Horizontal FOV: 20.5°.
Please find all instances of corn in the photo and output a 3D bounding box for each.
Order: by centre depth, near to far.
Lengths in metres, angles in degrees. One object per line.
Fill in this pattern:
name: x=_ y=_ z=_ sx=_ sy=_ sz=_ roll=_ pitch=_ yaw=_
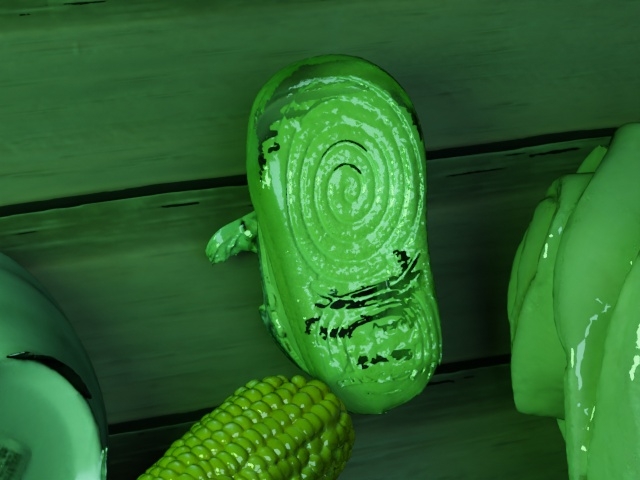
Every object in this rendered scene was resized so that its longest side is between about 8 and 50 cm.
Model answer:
corn: x=-0.083 y=0.184 z=1.173 sx=0.310 sy=0.101 sz=0.101 roll=-38 pitch=103 yaw=-38

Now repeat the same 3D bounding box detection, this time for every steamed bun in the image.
steamed bun: x=0.265 y=0.047 z=1.299 sx=0.255 sy=0.368 sz=0.342 roll=26 pitch=118 yaw=3

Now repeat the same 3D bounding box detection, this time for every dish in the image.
dish: x=-0.230 y=0.152 z=1.136 sx=0.316 sy=0.106 sz=0.316 roll=-9 pitch=103 yaw=-48

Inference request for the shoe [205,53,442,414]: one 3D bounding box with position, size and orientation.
shoe: x=0.002 y=0.000 z=1.284 sx=0.140 sy=0.128 sz=0.262 roll=-19 pitch=99 yaw=-32
